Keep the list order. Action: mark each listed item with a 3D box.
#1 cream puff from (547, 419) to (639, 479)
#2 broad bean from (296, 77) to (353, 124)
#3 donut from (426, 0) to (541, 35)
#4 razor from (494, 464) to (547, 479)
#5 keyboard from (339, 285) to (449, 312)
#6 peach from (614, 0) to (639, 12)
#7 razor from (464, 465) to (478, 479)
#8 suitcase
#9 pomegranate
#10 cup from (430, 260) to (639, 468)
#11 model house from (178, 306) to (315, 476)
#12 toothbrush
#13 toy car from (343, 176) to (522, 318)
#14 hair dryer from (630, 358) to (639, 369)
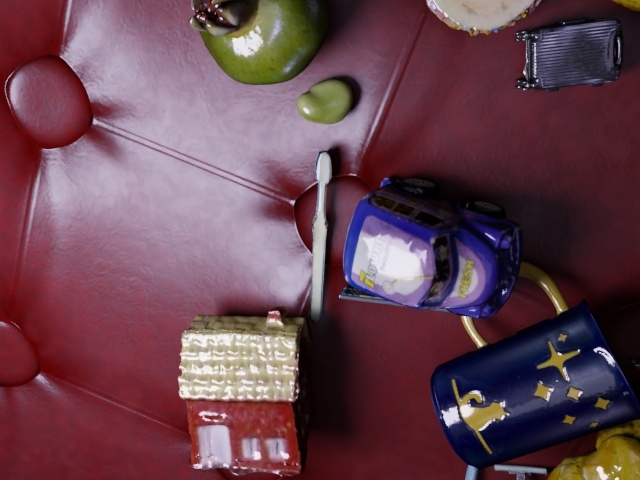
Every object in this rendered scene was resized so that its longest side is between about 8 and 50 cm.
[{"bbox_3d":[0.445,0.405,0.865,0.257,0.291,0.324,-15,135,41],"label":"cream puff"},{"bbox_3d":[0.007,-0.196,0.843,0.083,0.045,0.063,-17,94,8],"label":"broad bean"},{"bbox_3d":[0.222,-0.323,0.746,0.166,0.065,0.108,-31,101,18],"label":"donut"},{"bbox_3d":[0.342,0.479,1.020,0.084,0.036,0.211,0,108,13],"label":"razor"},{"bbox_3d":[0.119,0.091,0.916,0.176,0.055,0.014,6,100,9],"label":"keyboard"},{"bbox_3d":[0.402,-0.320,0.700,0.172,0.092,0.127,3,109,28],"label":"peach"},{"bbox_3d":[0.257,0.432,1.021,0.068,0.040,0.135,7,105,7],"label":"razor"},{"bbox_3d":[0.320,-0.240,0.762,0.126,0.059,0.086,-4,109,10],"label":"suitcase"},{"bbox_3d":[-0.078,-0.277,0.746,0.179,0.211,0.179,4,134,5],"label":"pomegranate"},{"bbox_3d":[0.299,0.184,0.886,0.256,0.255,0.178,-27,140,20],"label":"cup"},{"bbox_3d":[-0.115,0.222,0.951,0.195,0.160,0.254,2,107,10],"label":"model house"},{"bbox_3d":[-0.001,0.002,0.920,0.026,0.028,0.294,7,110,9],"label":"toothbrush"},{"bbox_3d":[0.146,0.020,0.812,0.235,0.158,0.172,20,112,28],"label":"toy car"},{"bbox_3d":[0.555,0.233,0.874,0.197,0.100,0.057,31,72,14],"label":"hair dryer"}]
